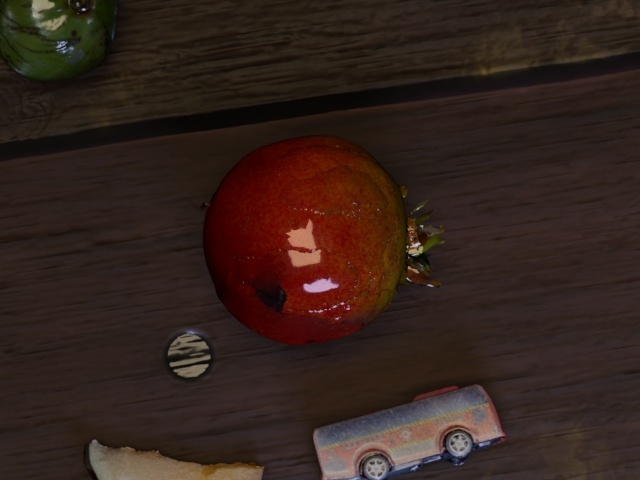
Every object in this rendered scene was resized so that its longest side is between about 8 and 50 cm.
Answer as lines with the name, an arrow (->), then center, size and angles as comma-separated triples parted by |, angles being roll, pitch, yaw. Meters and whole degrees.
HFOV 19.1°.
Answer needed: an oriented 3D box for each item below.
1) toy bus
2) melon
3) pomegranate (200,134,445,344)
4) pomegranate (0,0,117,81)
toy bus -> 0.088, 0.199, 1.911 | 0.192, 0.065, 0.077 | -16, 77, -3
melon -> -0.153, 0.258, 1.907 | 0.182, 0.054, 0.098 | 9, 77, 0
pomegranate -> 0.000, 0.000, 1.868 | 0.235, 0.210, 0.210 | 3, 83, -17
pomegranate -> -0.302, -0.238, 1.924 | 0.191, 0.131, 0.152 | 4, 86, 7
